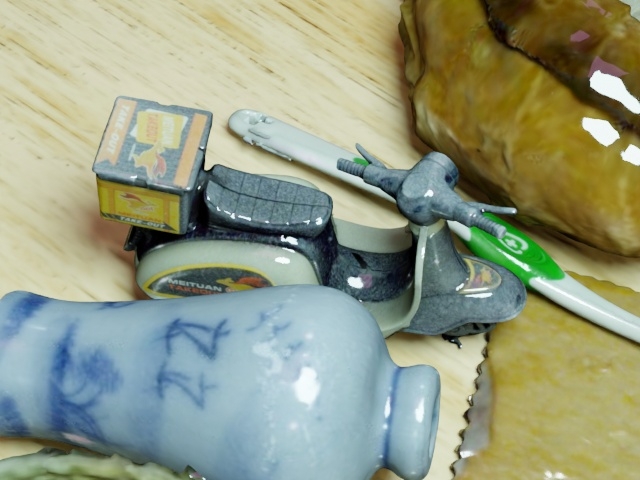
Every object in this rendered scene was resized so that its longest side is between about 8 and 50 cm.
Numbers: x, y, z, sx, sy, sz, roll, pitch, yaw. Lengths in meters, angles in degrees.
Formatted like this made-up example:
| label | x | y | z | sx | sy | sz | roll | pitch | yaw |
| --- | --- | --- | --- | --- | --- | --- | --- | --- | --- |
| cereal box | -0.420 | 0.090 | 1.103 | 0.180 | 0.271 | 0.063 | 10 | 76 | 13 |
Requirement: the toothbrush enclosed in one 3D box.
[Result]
| label | x | y | z | sx | sy | sz | roll | pitch | yaw |
| --- | --- | --- | --- | --- | --- | --- | --- | --- | --- |
| toothbrush | 0.114 | 0.004 | 0.944 | 0.418 | 0.040 | 0.042 | 25 | 31 | 20 |

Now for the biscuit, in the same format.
| label | x | y | z | sx | sy | sz | roll | pitch | yaw |
| --- | --- | --- | --- | --- | --- | --- | --- | --- | --- |
| biscuit | 0.206 | 0.127 | 0.885 | 0.237 | 0.013 | 0.232 | 16 | 54 | 7 |

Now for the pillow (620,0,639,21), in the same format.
| label | x | y | z | sx | sy | sz | roll | pitch | yaw |
| --- | --- | --- | --- | --- | --- | --- | --- | --- | --- |
| pillow | 0.219 | -0.206 | 1.110 | 0.233 | 0.038 | 0.130 | -28 | 65 | -20 |

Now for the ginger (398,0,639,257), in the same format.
| label | x | y | z | sx | sy | sz | roll | pitch | yaw |
| --- | --- | --- | --- | --- | --- | --- | --- | --- | --- |
| ginger | 0.144 | -0.119 | 0.962 | 0.172 | 0.165 | 0.321 | -22 | 61 | -13 |

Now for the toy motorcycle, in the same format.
| label | x | y | z | sx | sy | sz | roll | pitch | yaw |
| --- | --- | --- | --- | --- | --- | --- | --- | --- | --- |
| toy motorcycle | 0.000 | 0.000 | 0.869 | 0.263 | 0.157 | 0.091 | 10 | 56 | 3 |

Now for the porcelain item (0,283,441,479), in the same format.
| label | x | y | z | sx | sy | sz | roll | pitch | yaw |
| --- | --- | --- | --- | --- | --- | --- | --- | --- | --- |
| porcelain item | -0.062 | 0.086 | 0.816 | 0.259 | 0.141 | 0.141 | 8 | 54 | 10 |

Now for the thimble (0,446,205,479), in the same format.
| label | x | y | z | sx | sy | sz | roll | pitch | yaw |
| --- | --- | --- | --- | --- | --- | --- | --- | --- | --- |
| thimble | -0.118 | 0.247 | 0.637 | 0.271 | 0.150 | 0.270 | 1 | 55 | -2 |
